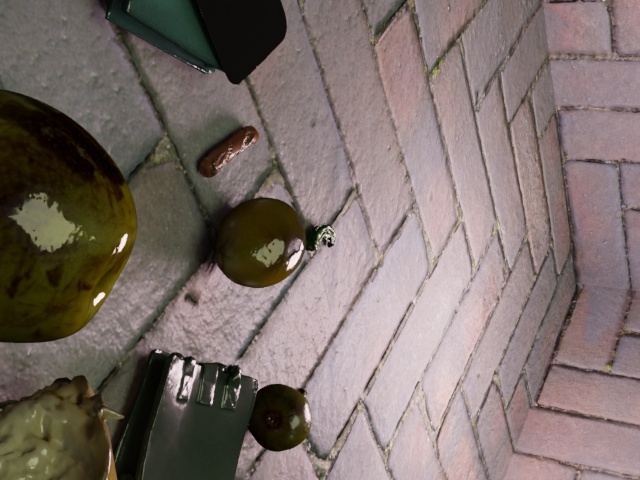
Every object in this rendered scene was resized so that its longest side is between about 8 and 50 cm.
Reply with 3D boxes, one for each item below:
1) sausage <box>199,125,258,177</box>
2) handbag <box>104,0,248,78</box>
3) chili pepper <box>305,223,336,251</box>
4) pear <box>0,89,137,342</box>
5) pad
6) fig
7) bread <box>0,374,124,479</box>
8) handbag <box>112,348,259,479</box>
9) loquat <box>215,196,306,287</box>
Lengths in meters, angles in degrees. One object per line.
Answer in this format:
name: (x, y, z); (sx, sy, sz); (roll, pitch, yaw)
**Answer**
sausage: (-0.150, -0.153, 1.371); (0.036, 0.042, 0.158); (47, 42, -4)
handbag: (-0.191, -0.403, 1.202); (0.274, 0.100, 0.269); (16, 86, -58)
chili pepper: (0.000, -0.008, 1.649); (0.118, 0.035, 0.056); (-11, 118, -68)
pear: (-0.332, -0.024, 0.861); (0.283, 0.283, 0.284); (-17, 110, -57)
pad: (-0.126, -0.382, 1.211); (0.181, 0.004, 0.267); (-54, 140, -36)
fig: (-0.068, 0.322, 1.556); (0.236, 0.124, 0.124); (-16, 111, -82)
bread: (-0.351, 0.398, 0.935); (0.361, 0.250, 0.394); (-33, 124, -51)
handbag: (-0.216, 0.313, 1.309); (0.247, 0.079, 0.260); (34, 66, -56)
loquat: (-0.104, 0.006, 1.377); (0.195, 0.152, 0.152); (-26, 118, -46)
